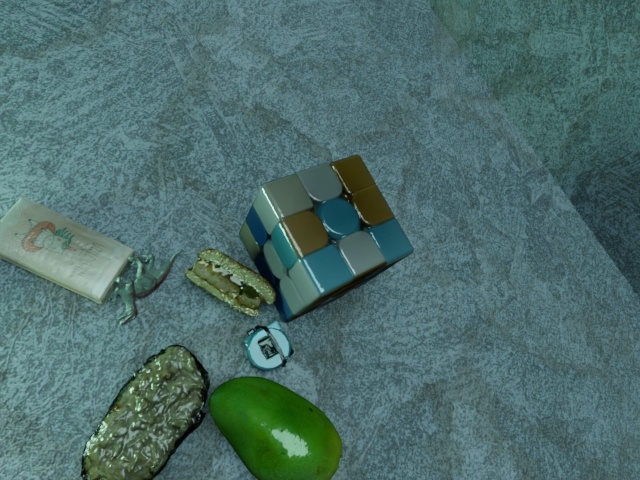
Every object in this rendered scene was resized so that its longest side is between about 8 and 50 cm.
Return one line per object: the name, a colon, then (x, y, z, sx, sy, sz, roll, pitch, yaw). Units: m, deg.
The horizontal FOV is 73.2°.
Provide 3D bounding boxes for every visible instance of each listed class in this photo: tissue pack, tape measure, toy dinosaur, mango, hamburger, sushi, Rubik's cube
tissue pack: (-0.702, 0.028, 1.175, 0.325, 0.071, 0.170, 28, 59, -8)
tape measure: (-0.154, 0.314, 1.259, 0.125, 0.081, 0.146, -28, 79, -18)
toy dinosaur: (-0.487, 0.112, 1.233, 0.242, 0.053, 0.167, -29, 105, -41)
mango: (-0.121, 0.500, 1.123, 0.382, 0.201, 0.225, 34, 70, -2)
hamburger: (-0.254, 0.116, 1.278, 0.262, 0.131, 0.124, 36, 95, -9)
sushi: (-0.409, 0.434, 1.045, 0.211, 0.171, 0.350, 36, 64, 0)
Rubik's cube: (0.000, 0.000, 1.302, 0.344, 0.347, 0.346, -22, 76, -29)
